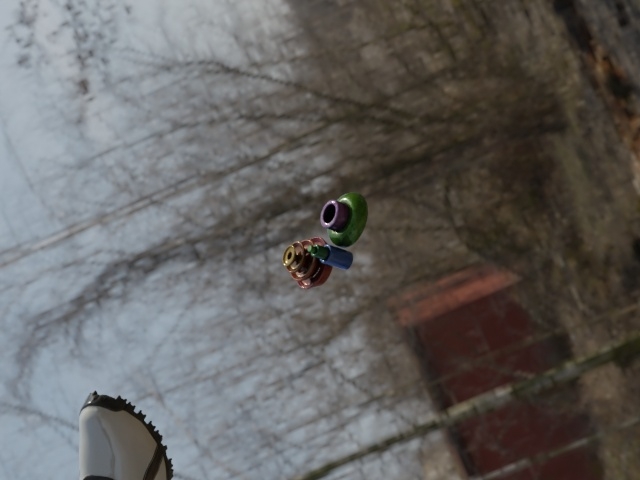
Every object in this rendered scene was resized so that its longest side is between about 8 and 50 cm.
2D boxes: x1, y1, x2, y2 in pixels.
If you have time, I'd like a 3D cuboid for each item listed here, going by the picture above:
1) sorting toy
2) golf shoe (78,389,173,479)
[{"bbox_3d":[0.000,0.000,1.110,0.042,0.102,0.061,19,-156,-33],"label":"sorting toy"},{"bbox_3d":[-0.165,0.218,0.988,0.094,0.077,0.198,-41,-51,-57],"label":"golf shoe"}]
